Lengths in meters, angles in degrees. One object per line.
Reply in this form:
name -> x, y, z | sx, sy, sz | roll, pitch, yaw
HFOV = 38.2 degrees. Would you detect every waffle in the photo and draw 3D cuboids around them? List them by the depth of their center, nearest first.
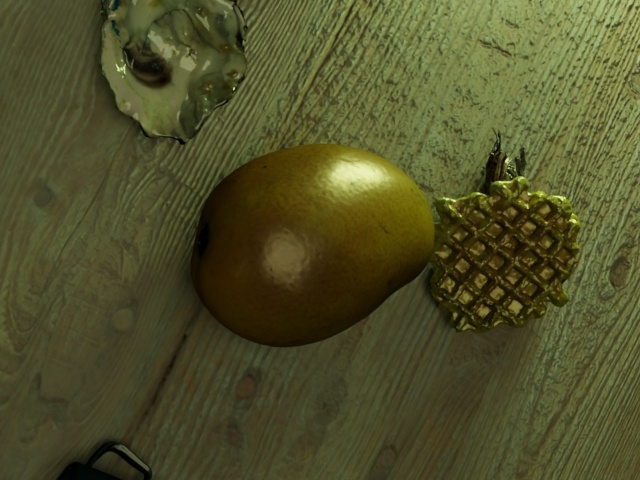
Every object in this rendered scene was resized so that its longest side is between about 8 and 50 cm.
waffle -> 0.281, 0.023, 1.421 | 0.237, 0.059, 0.243 | -3, 105, 0

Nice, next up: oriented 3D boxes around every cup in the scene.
cup -> -0.287, 0.356, 1.227 | 0.138, 0.150, 0.113 | 31, 115, -20

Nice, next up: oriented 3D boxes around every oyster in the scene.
oyster -> -0.204, -0.253, 1.228 | 0.214, 0.083, 0.223 | 35, 85, -18

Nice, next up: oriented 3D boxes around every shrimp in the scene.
shrimp -> 0.296, -0.082, 1.462 | 0.073, 0.075, 0.190 | -10, 88, 10

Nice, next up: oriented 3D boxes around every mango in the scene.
mango -> 0.000, 0.000, 1.263 | 0.378, 0.221, 0.264 | -12, 93, -33

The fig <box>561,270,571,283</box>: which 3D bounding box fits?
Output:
fig -> 0.365, 0.023, 1.501 | 0.084, 0.082, 0.098 | 6, 51, -10
